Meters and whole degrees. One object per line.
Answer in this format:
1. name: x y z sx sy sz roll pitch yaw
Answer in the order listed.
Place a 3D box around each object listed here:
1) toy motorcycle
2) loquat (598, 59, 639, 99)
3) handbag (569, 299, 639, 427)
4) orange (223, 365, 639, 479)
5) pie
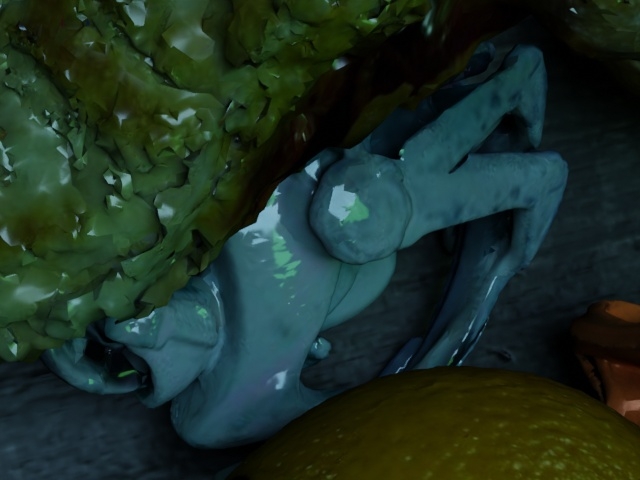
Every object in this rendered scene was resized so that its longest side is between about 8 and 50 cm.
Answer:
1. toy motorcycle: 0.000 0.000 0.726 0.260 0.154 0.206 -51 121 -14
2. loquat: 0.231 -0.172 0.791 0.244 0.244 0.244 3 80 -18
3. handbag: 0.350 0.083 0.741 0.410 0.303 0.116 0 86 -19
4. orange: 0.060 0.186 0.619 0.274 0.274 0.274 3 80 -18
5. pie: -0.092 -0.164 0.634 0.418 0.180 0.395 -23 61 10
